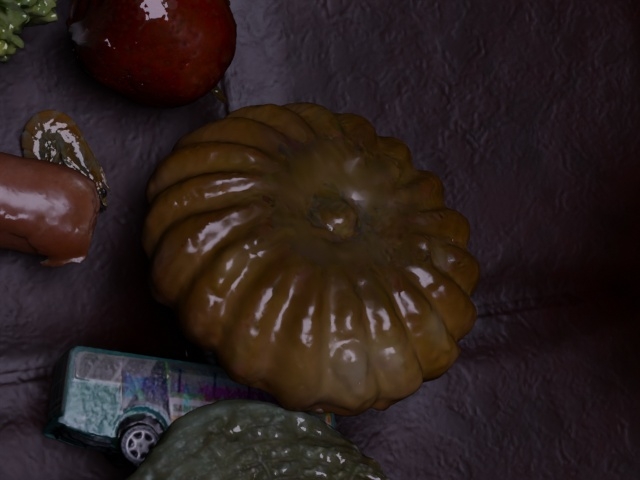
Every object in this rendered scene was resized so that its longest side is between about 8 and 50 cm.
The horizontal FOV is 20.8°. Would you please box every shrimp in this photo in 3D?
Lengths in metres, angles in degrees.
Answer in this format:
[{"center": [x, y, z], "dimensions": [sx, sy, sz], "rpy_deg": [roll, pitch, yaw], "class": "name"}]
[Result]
[{"center": [-0.235, -0.068, 1.604], "dimensions": [0.059, 0.023, 0.108], "rpy_deg": [-29, 93, -10], "class": "shrimp"}]

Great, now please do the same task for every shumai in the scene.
[{"center": [-0.077, 0.328, 1.506], "dimensions": [0.309, 0.263, 0.304], "rpy_deg": [-4, 54, -22], "class": "shumai"}]

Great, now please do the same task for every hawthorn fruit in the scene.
[{"center": [-0.142, -0.186, 1.591], "dimensions": [0.172, 0.148, 0.148], "rpy_deg": [43, 72, -16], "class": "hawthorn fruit"}]

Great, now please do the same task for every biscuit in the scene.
[{"center": [0.000, 0.000, 1.569], "dimensions": [0.325, 0.107, 0.326], "rpy_deg": [12, 52, -16], "class": "biscuit"}]

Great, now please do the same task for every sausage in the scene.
[{"center": [-0.393, -0.074, 1.511], "dimensions": [0.419, 0.094, 0.094], "rpy_deg": [19, 87, -17], "class": "sausage"}]

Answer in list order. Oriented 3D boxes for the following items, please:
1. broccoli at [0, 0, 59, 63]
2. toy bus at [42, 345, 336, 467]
[{"center": [-0.354, -0.279, 1.469], "dimensions": [0.338, 0.317, 0.277], "rpy_deg": [6, 89, 18], "class": "broccoli"}, {"center": [-0.115, 0.162, 1.580], "dimensions": [0.261, 0.091, 0.109], "rpy_deg": [10, 73, -19], "class": "toy bus"}]
